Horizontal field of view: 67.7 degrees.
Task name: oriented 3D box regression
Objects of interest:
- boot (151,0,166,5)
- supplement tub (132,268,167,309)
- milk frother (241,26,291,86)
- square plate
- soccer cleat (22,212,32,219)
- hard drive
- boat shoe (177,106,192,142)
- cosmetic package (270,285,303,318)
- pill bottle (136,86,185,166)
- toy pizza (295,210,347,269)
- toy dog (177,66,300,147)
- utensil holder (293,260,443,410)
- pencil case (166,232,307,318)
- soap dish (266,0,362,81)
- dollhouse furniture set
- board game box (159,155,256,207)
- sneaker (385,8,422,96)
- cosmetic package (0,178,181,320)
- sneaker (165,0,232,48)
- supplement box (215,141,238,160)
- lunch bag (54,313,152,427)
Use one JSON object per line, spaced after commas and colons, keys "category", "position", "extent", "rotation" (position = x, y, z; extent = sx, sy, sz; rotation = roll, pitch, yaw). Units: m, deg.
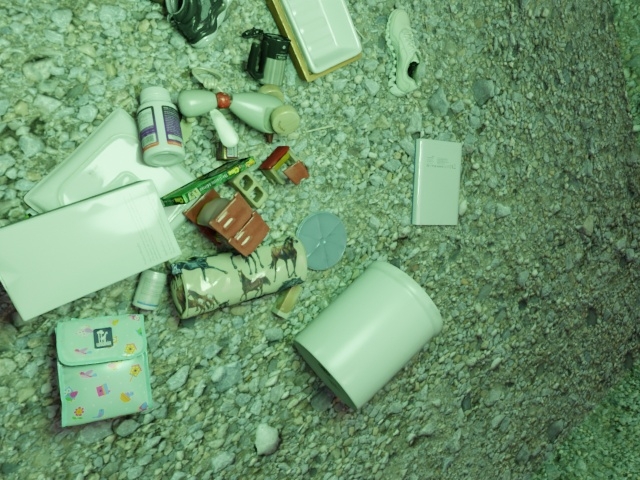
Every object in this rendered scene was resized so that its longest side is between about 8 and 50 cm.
{"category": "boot", "position": [-0.428, -0.739, 1.282], "extent": [0.106, 0.082, 0.219], "rotation": [12, 86, -51]}
{"category": "supplement tub", "position": [-0.479, 0.136, 1.339], "extent": [0.071, 0.071, 0.107], "rotation": [19, 87, -29]}
{"category": "milk frother", "position": [-0.170, -0.552, 1.426], "extent": [0.129, 0.143, 0.134], "rotation": [-1, 125, -26]}
{"category": "square plate", "position": [-0.528, -0.120, 1.296], "extent": [0.344, 0.049, 0.347], "rotation": [46, 73, -26]}
{"category": "soccer cleat", "position": [-0.673, -0.006, 1.217], "extent": [0.179, 0.060, 0.072], "rotation": [29, 104, -26]}
{"category": "hard drive", "position": [0.447, -0.219, 1.828], "extent": [0.210, 0.040, 0.318], "rotation": [-1, 96, -29]}
{"category": "boat shoe", "position": [-0.394, -0.328, 1.353], "extent": [0.049, 0.042, 0.132], "rotation": [20, 86, -50]}
{"category": "cosmetic package", "position": [-0.110, 0.192, 1.556], "extent": [0.041, 0.060, 0.115], "rotation": [33, 78, -28]}
{"category": "pill bottle", "position": [-0.429, -0.304, 1.273], "extent": [0.108, 0.108, 0.193], "rotation": [-6, 75, -28]}
{"category": "toy pizza", "position": [0.000, 0.000, 1.611], "extent": [0.201, 0.032, 0.201], "rotation": [-4, 98, -30]}
{"category": "toy dog", "position": [-0.231, -0.351, 1.366], "extent": [0.334, 0.220, 0.160], "rotation": [11, 132, -11]}
{"category": "utensil holder", "position": [0.149, 0.306, 1.565], "extent": [0.385, 0.328, 0.327], "rotation": [-40, 113, -17]}
{"category": "pencil case", "position": [-0.238, 0.093, 1.416], "extent": [0.411, 0.160, 0.183], "rotation": [-13, 77, -27]}
{"category": "soap dish", "position": [-0.021, -0.663, 1.473], "extent": [0.229, 0.118, 0.290], "rotation": [-33, 111, -23]}
{"category": "dollhouse furniture set", "position": [-0.189, -0.149, 1.370], "extent": [0.374, 0.201, 0.152], "rotation": [-52, 125, -18]}
{"category": "board game box", "position": [-0.311, -0.164, 1.320], "extent": [0.260, 0.136, 0.030], "rotation": [-39, 118, -39]}
{"category": "sneaker", "position": [0.299, -0.656, 1.656], "extent": [0.110, 0.118, 0.291], "rotation": [-10, 99, -26]}
{"category": "cosmetic package", "position": [-0.570, 0.009, 1.165], "extent": [0.385, 0.156, 0.217], "rotation": [-23, 106, -26]}
{"category": "sneaker", "position": [-0.323, -0.674, 1.287], "extent": [0.153, 0.101, 0.268], "rotation": [23, 87, -59]}
{"category": "supplement box", "position": [-0.275, -0.262, 1.399], "extent": [0.043, 0.083, 0.054], "rotation": [-5, 98, -29]}
{"category": "lunch bag", "position": [-0.572, 0.329, 1.263], "extent": [0.224, 0.160, 0.262], "rotation": [-3, 86, -25]}
